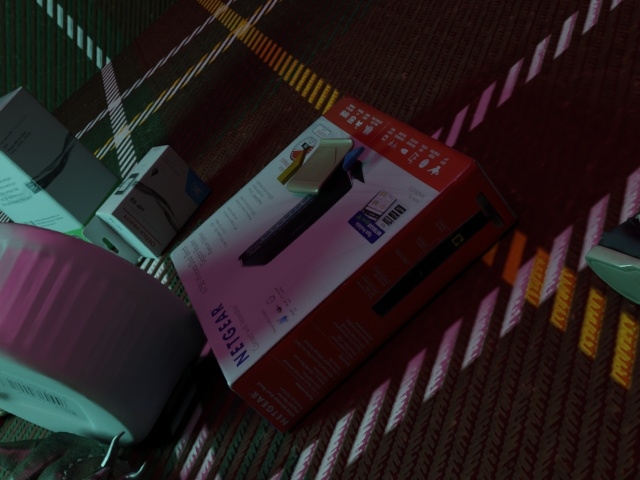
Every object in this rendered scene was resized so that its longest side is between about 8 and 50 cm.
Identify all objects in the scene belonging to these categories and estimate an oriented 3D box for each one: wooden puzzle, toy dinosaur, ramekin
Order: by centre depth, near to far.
[{"bbox_3d":[-0.275,0.266,0.877,0.160,0.121,0.313,-40,21,-22],"label":"toy dinosaur"},{"bbox_3d":[-0.278,0.113,0.905,0.277,0.277,0.135,-12,47,44],"label":"ramekin"},{"bbox_3d":[0.000,-0.080,0.911,0.079,0.014,0.116,-52,29,-9],"label":"wooden puzzle"}]

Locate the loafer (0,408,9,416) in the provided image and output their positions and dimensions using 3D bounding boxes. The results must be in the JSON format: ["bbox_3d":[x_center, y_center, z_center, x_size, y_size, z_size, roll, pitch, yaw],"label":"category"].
[{"bbox_3d":[-0.446,0.192,1.233,0.056,0.050,0.148,-21,34,34],"label":"loafer"}]

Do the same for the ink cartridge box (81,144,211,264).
[{"bbox_3d":[-0.264,-0.045,1.279,0.060,0.104,0.180,3,52,52],"label":"ink cartridge box"}]

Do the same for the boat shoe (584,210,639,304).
[{"bbox_3d":[0.260,0.021,0.550,0.065,0.075,0.206,-48,23,-4],"label":"boat shoe"}]

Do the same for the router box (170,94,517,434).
[{"bbox_3d":[0.000,0.000,0.901,0.301,0.082,0.335,-43,28,-1],"label":"router box"}]

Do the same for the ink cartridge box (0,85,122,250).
[{"bbox_3d":[-0.483,-0.108,1.446,0.211,0.289,0.122,-6,45,48],"label":"ink cartridge box"}]
